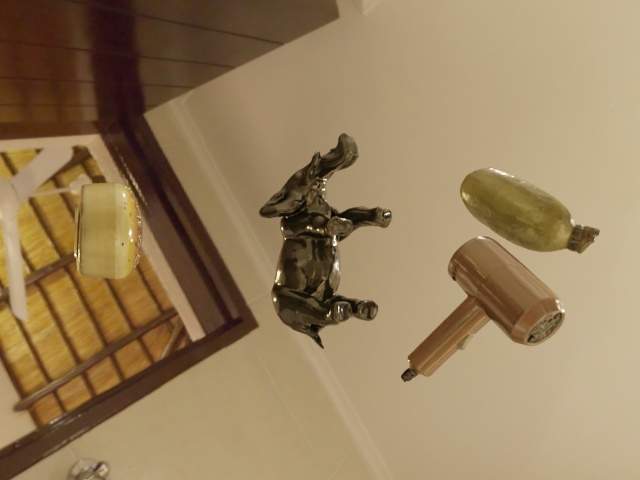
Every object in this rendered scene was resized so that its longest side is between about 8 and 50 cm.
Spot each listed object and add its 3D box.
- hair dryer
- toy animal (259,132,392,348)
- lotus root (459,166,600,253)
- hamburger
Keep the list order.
[{"bbox_3d":[0.153,0.094,0.515,0.181,0.064,0.117,-51,-136,16],"label":"hair dryer"},{"bbox_3d":[-0.004,-0.003,0.571,0.146,0.115,0.244,-1,-110,53],"label":"toy animal"},{"bbox_3d":[0.263,-0.034,0.634,0.183,0.090,0.077,38,-75,35],"label":"lotus root"},{"bbox_3d":[-0.270,-0.012,0.623,0.141,0.082,0.126,-31,-118,56],"label":"hamburger"}]
